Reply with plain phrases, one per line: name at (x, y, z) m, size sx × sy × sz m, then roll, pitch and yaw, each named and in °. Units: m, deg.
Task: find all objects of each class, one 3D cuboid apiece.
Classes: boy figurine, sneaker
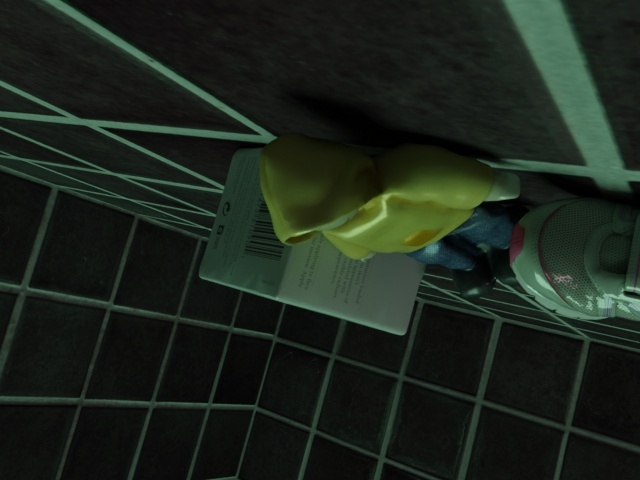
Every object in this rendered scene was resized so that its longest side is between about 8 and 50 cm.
boy figurine at (0.076, -0.021, 0.538) m, size 0.177 × 0.092 × 0.285 m, roll -22°, pitch 153°, yaw 40°
sneaker at (0.274, 0.017, 0.488) m, size 0.253 × 0.102 × 0.111 m, roll 9°, pitch 170°, yaw -3°

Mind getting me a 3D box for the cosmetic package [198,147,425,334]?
cosmetic package at (0.000, 0.000, 0.691) m, size 0.184 × 0.151 × 0.152 m, roll 22°, pitch 171°, yaw -39°
